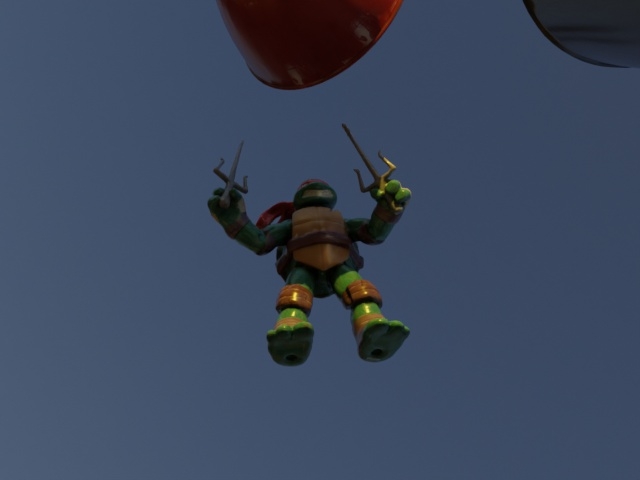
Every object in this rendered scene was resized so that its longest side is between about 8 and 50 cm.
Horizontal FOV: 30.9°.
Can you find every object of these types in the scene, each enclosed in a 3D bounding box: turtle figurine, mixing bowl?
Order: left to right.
[{"bbox_3d":[-0.024,-0.228,0.966,0.181,0.098,0.181,-19,-124,30],"label":"mixing bowl"},{"bbox_3d":[0.000,0.000,1.020,0.175,0.118,0.234,-14,-130,5],"label":"turtle figurine"}]

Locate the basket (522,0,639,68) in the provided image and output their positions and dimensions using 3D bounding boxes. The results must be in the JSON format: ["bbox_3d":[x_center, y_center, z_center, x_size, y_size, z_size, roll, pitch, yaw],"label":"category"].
[{"bbox_3d":[0.190,-0.130,0.409,0.204,0.154,0.227,-57,-157,12],"label":"basket"}]
